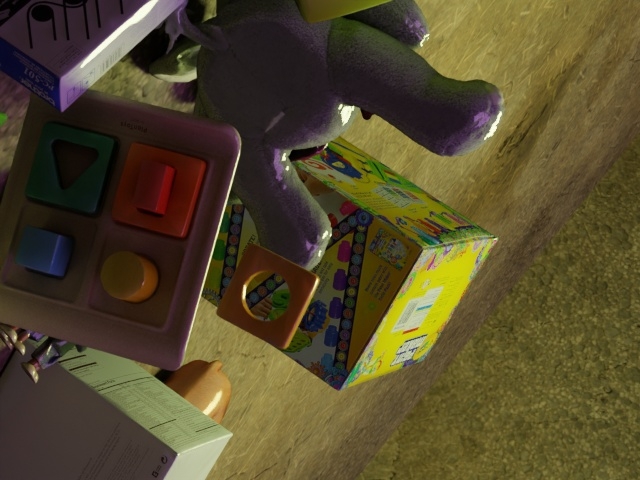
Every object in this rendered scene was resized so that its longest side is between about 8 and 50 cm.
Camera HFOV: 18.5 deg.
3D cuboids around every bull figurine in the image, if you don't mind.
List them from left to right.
[{"bbox_3d":[-0.217,0.265,2.355,0.310,0.101,0.188,-40,162,-39],"label":"bull figurine"}]

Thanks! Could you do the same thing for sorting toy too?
[{"bbox_3d":[-0.168,-0.014,1.509,0.047,0.347,0.196,10,94,-74],"label":"sorting toy"}]

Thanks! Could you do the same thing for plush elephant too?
[{"bbox_3d":[-0.021,-0.178,1.773,0.272,0.330,0.255,-44,-169,29],"label":"plush elephant"}]

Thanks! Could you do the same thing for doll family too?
[{"bbox_3d":[-0.256,0.051,1.838,0.111,0.076,0.193,-38,162,-13],"label":"doll family"}]

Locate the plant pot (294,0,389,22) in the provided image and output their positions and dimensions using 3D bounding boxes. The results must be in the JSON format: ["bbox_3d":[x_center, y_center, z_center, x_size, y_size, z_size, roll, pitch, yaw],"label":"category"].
[{"bbox_3d":[0.043,-0.343,1.547,0.227,0.228,0.207,-21,153,1],"label":"plant pot"}]

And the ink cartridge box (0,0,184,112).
[{"bbox_3d":[-0.172,-0.199,1.540,0.207,0.097,0.046,-46,162,-29],"label":"ink cartridge box"}]

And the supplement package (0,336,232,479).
[{"bbox_3d":[-0.240,0.227,2.008,0.194,0.203,0.149,-59,165,13],"label":"supplement package"}]

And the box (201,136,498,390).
[{"bbox_3d":[0.000,0.000,2.121,0.177,0.279,0.290,-60,163,13],"label":"box"}]
